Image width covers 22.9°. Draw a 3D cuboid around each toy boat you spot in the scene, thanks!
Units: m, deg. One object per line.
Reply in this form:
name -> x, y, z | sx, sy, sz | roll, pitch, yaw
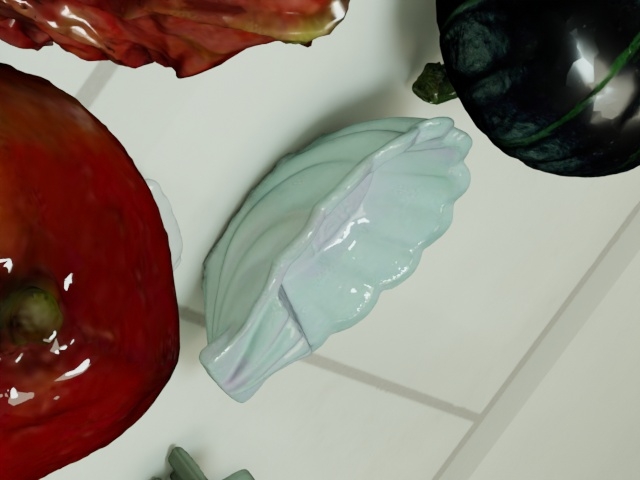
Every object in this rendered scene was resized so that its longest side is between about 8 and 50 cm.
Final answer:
toy boat -> 0.000, 0.000, 1.303 | 0.290, 0.100, 0.199 | -47, 151, -9

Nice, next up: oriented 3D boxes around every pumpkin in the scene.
pumpkin -> 0.177, -0.165, 1.283 | 0.248, 0.248, 0.248 | -36, 148, -27

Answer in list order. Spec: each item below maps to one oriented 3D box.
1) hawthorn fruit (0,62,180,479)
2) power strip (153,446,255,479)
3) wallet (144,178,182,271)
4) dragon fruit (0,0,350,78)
hawthorn fruit -> -0.198, 0.022, 0.833 | 0.265, 0.307, 0.265 | 2, 87, -29
power strip -> -0.128, 0.305, 1.476 | 0.229, 0.141, 0.261 | -25, 156, -38
wallet -> -0.179, 0.036, 1.155 | 0.183, 0.032, 0.124 | -43, 151, -18
dragon fruit -> -0.106, -0.191, 0.782 | 0.240, 0.302, 0.330 | -27, 171, -34
